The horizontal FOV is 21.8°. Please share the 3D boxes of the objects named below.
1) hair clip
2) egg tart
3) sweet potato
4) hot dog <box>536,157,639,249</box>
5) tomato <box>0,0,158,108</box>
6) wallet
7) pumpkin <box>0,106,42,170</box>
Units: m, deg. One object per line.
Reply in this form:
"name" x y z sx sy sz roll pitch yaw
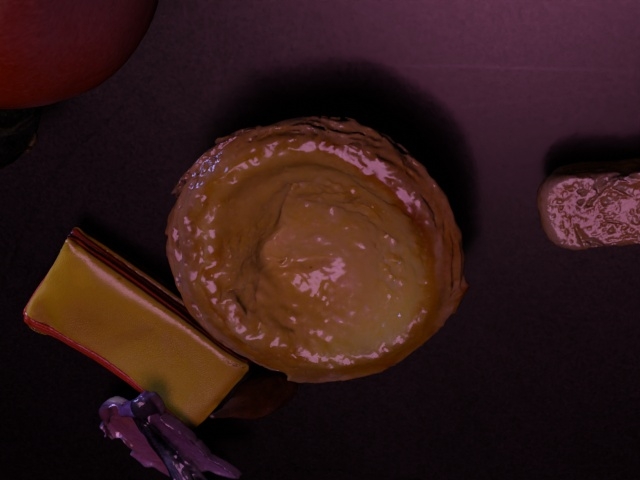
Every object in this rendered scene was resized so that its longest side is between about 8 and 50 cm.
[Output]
"hair clip" -0.174 0.238 1.864 0.146 0.056 0.187 -12 119 50
"egg tart" 0.000 0.000 1.691 0.314 0.120 0.315 4 120 8
"sweet potato" -0.078 0.174 1.809 0.049 0.117 0.049 17 116 40
"hot dog" 0.336 -0.043 1.627 0.242 0.073 0.084 -4 112 16
"tomato" -0.273 -0.274 1.472 0.321 0.321 0.322 5 118 9
"wallet" -0.199 0.097 1.817 0.241 0.067 0.141 35 125 -4
"pumpkin" -0.371 -0.151 1.668 0.190 0.146 0.190 18 123 30
